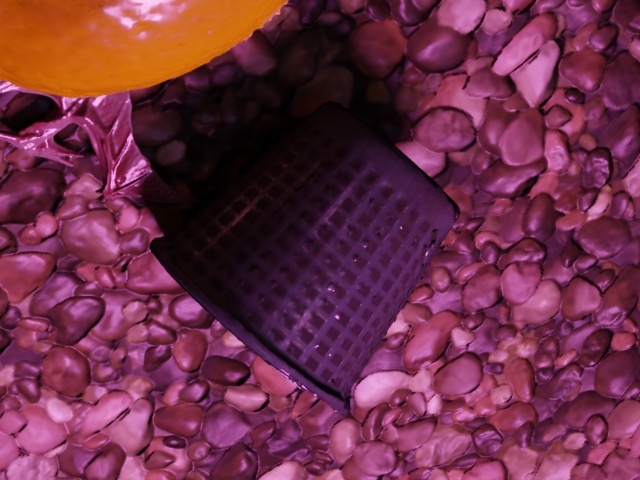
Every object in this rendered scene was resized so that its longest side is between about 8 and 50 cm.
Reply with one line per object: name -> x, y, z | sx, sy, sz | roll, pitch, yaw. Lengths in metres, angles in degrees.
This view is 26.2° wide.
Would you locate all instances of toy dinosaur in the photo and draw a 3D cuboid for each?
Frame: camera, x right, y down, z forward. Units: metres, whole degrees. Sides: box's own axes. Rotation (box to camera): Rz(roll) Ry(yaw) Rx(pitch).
toy dinosaur -> -0.160, -0.087, 0.870 | 0.220, 0.032, 0.108 | 37, 106, -25

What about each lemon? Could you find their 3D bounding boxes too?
lemon -> -0.098, -0.201, 0.702 | 0.263, 0.236, 0.236 | -30, 131, 32

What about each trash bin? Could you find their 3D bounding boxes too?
trash bin -> 0.000, 0.000, 0.913 | 0.175, 0.175, 0.161 | 38, 92, -34
